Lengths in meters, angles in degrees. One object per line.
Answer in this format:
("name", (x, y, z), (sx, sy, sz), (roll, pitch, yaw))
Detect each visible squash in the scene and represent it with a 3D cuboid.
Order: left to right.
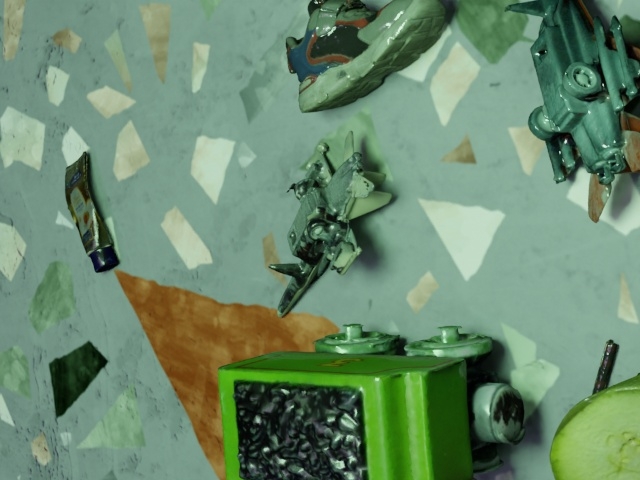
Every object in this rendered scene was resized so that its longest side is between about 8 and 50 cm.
("squash", (0.354, 0.234, 1.585), (0.220, 0.133, 0.220), (5, 100, 32))

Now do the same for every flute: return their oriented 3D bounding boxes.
("flute", (0.280, 0.234, 1.706), (0.014, 0.014, 0.269), (23, 107, 34))

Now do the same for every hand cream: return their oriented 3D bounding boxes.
("hand cream", (-0.313, -0.036, 2.129), (0.062, 0.039, 0.163), (-37, 68, 50))

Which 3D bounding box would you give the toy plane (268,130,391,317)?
("toy plane", (-0.010, -0.002, 1.867), (0.262, 0.088, 0.192), (-53, 36, 30))

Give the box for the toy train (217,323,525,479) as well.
("toy train", (0.055, 0.188, 1.730), (0.307, 0.249, 0.173), (-1, 95, 37))

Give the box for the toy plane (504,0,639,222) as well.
("toy plane", (0.258, -0.191, 1.638), (0.326, 0.104, 0.223), (66, 154, 18))

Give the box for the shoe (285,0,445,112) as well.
("shoe", (0.041, -0.240, 1.802), (0.227, 0.099, 0.125), (-35, 75, 38))
